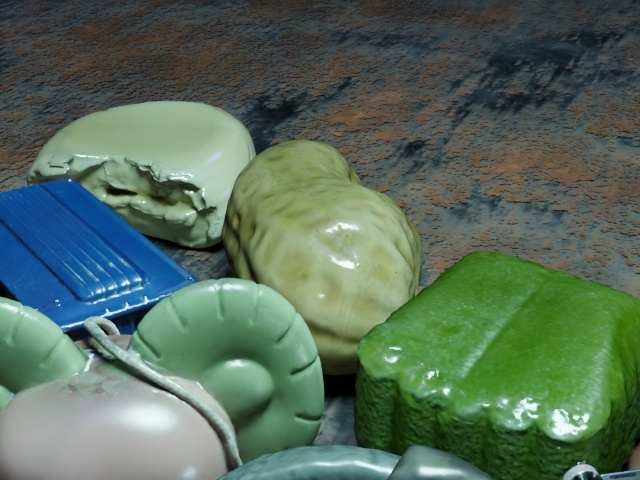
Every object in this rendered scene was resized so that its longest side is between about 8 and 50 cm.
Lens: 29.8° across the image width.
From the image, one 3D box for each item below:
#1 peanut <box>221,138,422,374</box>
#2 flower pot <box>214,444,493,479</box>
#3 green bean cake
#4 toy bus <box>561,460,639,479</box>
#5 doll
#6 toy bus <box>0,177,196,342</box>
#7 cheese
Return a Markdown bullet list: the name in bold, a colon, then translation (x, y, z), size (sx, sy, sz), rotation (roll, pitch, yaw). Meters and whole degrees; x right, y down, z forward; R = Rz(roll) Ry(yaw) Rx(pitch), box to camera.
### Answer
- **peanut**: translation (0.000, 0.000, 1.229), size (0.192, 0.170, 0.387), rotation (-2, 25, -13)
- **flower pot**: translation (-0.006, 0.231, 0.598), size (0.299, 0.299, 0.283), rotation (0, -10, 4)
- **green bean cake**: translation (0.169, 0.118, 1.037), size (0.222, 0.125, 0.248), rotation (16, 34, 28)
- **toy bus**: translation (0.256, 0.210, 0.893), size (0.167, 0.076, 0.073), rotation (-5, 28, -11)
- **doll**: translation (-0.140, 0.139, 0.842), size (0.284, 0.268, 0.216), rotation (-3, 28, -4)
- **toy bus**: translation (-0.228, 0.067, 1.097), size (0.138, 0.175, 0.287), rotation (-18, 30, -28)
- **cheese**: translation (-0.206, -0.079, 1.448), size (0.266, 0.127, 0.233), rotation (6, 27, 18)
